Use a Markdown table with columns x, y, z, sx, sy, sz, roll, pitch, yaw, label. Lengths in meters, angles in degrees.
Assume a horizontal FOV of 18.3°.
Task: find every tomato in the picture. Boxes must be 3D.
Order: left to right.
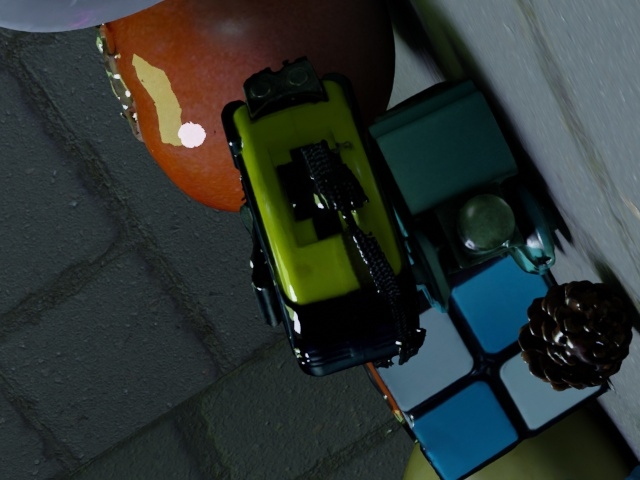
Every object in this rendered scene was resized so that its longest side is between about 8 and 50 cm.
| x | y | z | sx | sy | sz | roll | pitch | yaw | label |
| --- | --- | --- | --- | --- | --- | --- | --- | --- | --- |
| -0.060 | -0.153 | 1.526 | 0.256 | 0.224 | 0.256 | -22 | -90 | -90 | tomato |

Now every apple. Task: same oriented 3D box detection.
| x | y | z | sx | sy | sz | roll | pitch | yaw | label |
| --- | --- | --- | --- | --- | --- | --- | --- | --- | --- |
| 0.193 | 0.268 | 1.884 | 0.262 | 0.262 | 0.262 | 58 | 179 | 2 | apple |

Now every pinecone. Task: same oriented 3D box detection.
| x | y | z | sx | sy | sz | roll | pitch | yaw | label |
| --- | --- | --- | --- | --- | --- | --- | --- | --- | --- |
| 0.173 | 0.059 | 1.326 | 0.077 | 0.077 | 0.083 | 57 | 156 | 23 | pinecone |

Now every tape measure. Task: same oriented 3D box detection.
| x | y | z | sx | sy | sz | roll | pitch | yaw | label |
| --- | --- | --- | --- | --- | --- | --- | --- | --- | --- |
| 0.000 | 0.000 | 1.377 | 0.199 | 0.112 | 0.186 | 73 | 177 | -51 | tape measure |

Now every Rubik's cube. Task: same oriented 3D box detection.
| x | y | z | sx | sy | sz | roll | pitch | yaw | label |
| --- | --- | --- | --- | --- | --- | --- | --- | --- | --- |
| 0.113 | 0.071 | 1.687 | 0.183 | 0.167 | 0.180 | 58 | 178 | -24 | Rubik's cube |

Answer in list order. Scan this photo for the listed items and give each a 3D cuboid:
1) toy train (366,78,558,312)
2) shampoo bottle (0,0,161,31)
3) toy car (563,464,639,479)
| x | y | z | sx | sy | sz | roll | pitch | yaw | label |
| --- | --- | --- | --- | --- | --- | --- | --- | --- | --- |
| 0.097 | -0.031 | 1.430 | 0.198 | 0.107 | 0.154 | 83 | 163 | -86 | toy train |
| -0.122 | -0.245 | 0.796 | 0.266 | 0.273 | 0.273 | 48 | 175 | 22 | shampoo bottle |
| 0.239 | 0.283 | 1.590 | 0.190 | 0.188 | 0.255 | 67 | -173 | 33 | toy car |
